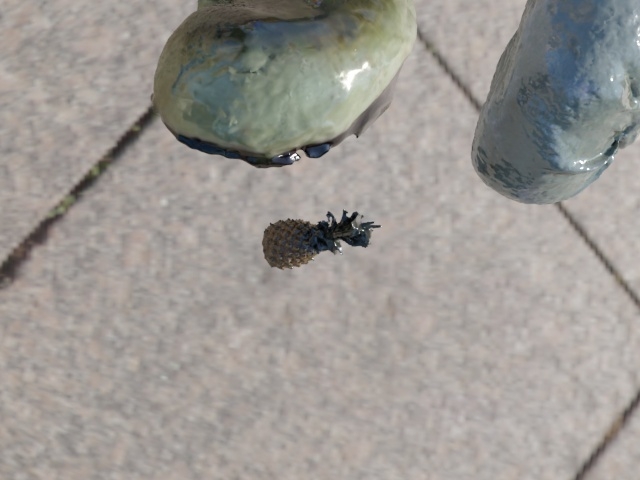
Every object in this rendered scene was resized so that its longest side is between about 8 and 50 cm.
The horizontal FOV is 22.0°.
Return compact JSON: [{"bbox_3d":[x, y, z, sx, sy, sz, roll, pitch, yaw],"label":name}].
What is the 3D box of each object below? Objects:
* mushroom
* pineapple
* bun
[{"bbox_3d":[-0.026,-0.218,1.695,0.247,0.130,0.344,45,46,13],"label":"mushroom"},{"bbox_3d":[0.000,0.000,1.716,0.058,0.124,0.058,13,74,-52],"label":"pineapple"},{"bbox_3d":[0.072,-0.047,0.454,0.045,0.083,0.083,26,76,4],"label":"bun"}]
